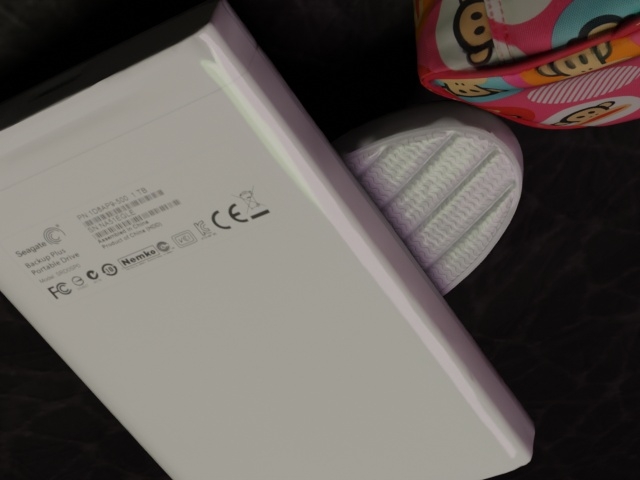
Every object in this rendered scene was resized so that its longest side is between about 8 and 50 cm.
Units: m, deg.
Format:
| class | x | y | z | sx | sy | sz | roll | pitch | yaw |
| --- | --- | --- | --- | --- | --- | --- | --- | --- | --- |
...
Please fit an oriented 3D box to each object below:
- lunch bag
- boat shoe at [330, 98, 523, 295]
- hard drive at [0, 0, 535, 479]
| class | x | y | z | sx | sy | sz | roll | pitch | yaw |
| --- | --- | --- | --- | --- | --- | --- | --- | --- | --- |
| lunch bag | 0.217 | -0.143 | 0.804 | 0.293 | 0.120 | 0.258 | -18 | 165 | 37 |
| boat shoe | 0.000 | 0.000 | 0.993 | 0.121 | 0.119 | 0.335 | 41 | 127 | -16 |
| hard drive | -0.055 | 0.040 | 0.926 | 0.233 | 0.047 | 0.353 | -22 | 121 | 27 |
